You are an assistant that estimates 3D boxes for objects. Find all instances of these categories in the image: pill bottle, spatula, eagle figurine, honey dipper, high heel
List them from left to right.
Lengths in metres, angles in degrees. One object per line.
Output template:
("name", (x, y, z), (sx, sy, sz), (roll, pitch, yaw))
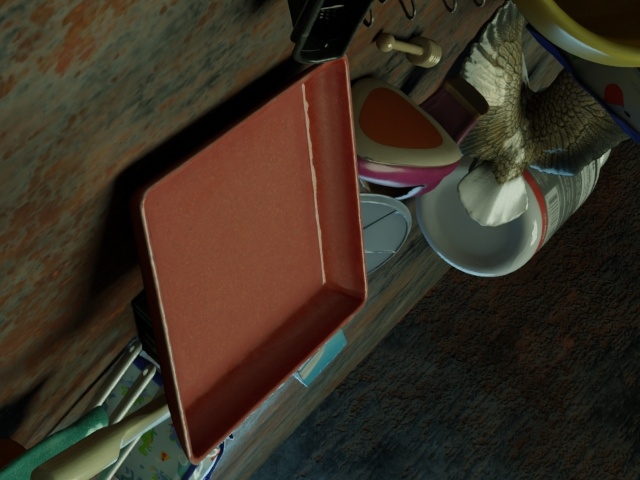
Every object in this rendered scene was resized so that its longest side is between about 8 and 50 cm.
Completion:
("spatula", (-0.222, 0.202, 1.218), (0.242, 0.019, 0.168), (-56, -155, -6))
("high heel", (0.061, -0.072, 1.381), (0.181, 0.127, 0.377), (-47, 168, 24))
("honey dipper", (0.086, -0.190, 1.295), (0.030, 0.030, 0.161), (-52, 168, 14))
("pill bottle", (0.321, -0.108, 2.117), (0.363, 0.210, 0.210), (-39, 166, -48))
("eagle figurine", (0.269, -0.175, 1.733), (0.226, 0.225, 0.298), (-35, 177, -19))

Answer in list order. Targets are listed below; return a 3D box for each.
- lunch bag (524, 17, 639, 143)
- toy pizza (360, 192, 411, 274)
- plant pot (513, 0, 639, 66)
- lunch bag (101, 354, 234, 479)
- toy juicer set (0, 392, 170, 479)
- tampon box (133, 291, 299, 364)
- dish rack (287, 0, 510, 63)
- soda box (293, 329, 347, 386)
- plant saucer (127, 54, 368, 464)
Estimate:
("lunch bag", (0.423, -0.293, 1.403), (0.239, 0.328, 0.385), (28, 111, -41))
("toy pizza", (0.000, 0.000, 1.423), (0.201, 0.032, 0.201), (-15, 152, -8))
("plant pot", (0.270, -0.278, 1.204), (0.254, 0.254, 0.239), (-49, -175, -1))
("lunch bag", (-0.163, 0.192, 1.346), (0.096, 0.129, 0.151), (-42, 166, -36))
("toy juicer set", (-0.265, 0.208, 1.072), (0.329, 0.089, 0.209), (-41, 172, 16))
("tampon box", (-0.098, 0.087, 1.257), (0.101, 0.120, 0.161), (-45, 170, -17))
("dish rack", (0.114, -0.212, 0.867), (0.271, 0.074, 0.208), (-15, 168, -17))
("soda box", (-0.033, 0.077, 1.407), (0.071, 0.067, 0.210), (-46, 154, -13))
("plant saucer", (-0.057, 0.007, 1.075), (0.258, 0.048, 0.259), (-41, 136, -41))
